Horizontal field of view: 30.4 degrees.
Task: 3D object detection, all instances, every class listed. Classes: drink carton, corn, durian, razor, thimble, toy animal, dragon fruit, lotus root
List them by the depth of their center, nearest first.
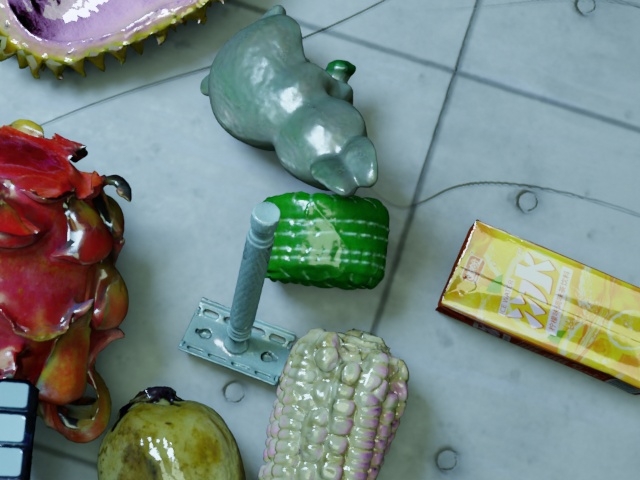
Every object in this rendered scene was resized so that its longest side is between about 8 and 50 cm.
[{"bbox_3d":[-0.285,0.039,1.088,0.307,0.243,0.227,50,46,10],"label":"dragon fruit"},{"bbox_3d":[-0.063,0.042,1.097,0.106,0.232,0.068,20,52,2],"label":"razor"},{"bbox_3d":[-0.130,0.241,1.103,0.138,0.138,0.214,-27,71,-4],"label":"lotus root"},{"bbox_3d":[-0.009,0.245,1.120,0.127,0.126,0.335,17,86,2],"label":"corn"},{"bbox_3d":[-0.012,-0.105,1.129,0.127,0.125,0.251,-51,48,23],"label":"toy animal"},{"bbox_3d":[0.000,0.000,1.153,0.130,0.118,0.090,2,85,18],"label":"thimble"},{"bbox_3d":[0.235,0.067,1.167,0.223,0.071,0.096,22,83,4],"label":"drink carton"},{"bbox_3d":[-0.186,-0.281,1.201,0.341,0.112,0.191,-44,93,2],"label":"durian"}]

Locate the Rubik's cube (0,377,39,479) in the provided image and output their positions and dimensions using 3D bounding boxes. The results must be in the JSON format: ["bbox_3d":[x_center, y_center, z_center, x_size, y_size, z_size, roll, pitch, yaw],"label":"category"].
[{"bbox_3d":[-0.339,0.232,0.988,0.182,0.184,0.187,5,43,-12],"label":"Rubik's cube"}]
